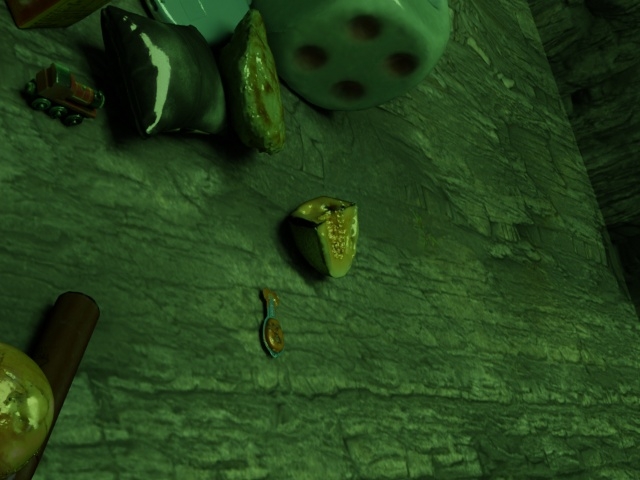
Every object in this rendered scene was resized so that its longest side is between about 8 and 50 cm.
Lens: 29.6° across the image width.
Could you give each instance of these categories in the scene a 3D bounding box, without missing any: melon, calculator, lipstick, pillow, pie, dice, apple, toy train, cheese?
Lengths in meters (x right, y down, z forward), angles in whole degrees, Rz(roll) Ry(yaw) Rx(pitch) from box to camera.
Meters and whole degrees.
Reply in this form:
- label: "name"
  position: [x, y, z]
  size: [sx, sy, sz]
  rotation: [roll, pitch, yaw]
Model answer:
- label: "melon"
  position: [0.000, 0.000, 1.916]
  size: [0.160, 0.079, 0.128]
  rotation: [-32, 114, -62]
- label: "calculator"
  position: [-0.190, -0.396, 1.928]
  size: [0.188, 0.042, 0.302]
  rotation: [61, 32, -6]
- label: "lipstick"
  position: [-0.305, 0.187, 1.267]
  size: [0.057, 0.057, 0.357]
  rotation: [49, 32, -28]
- label: "pillow"
  position: [-0.209, -0.230, 1.697]
  size: [0.250, 0.106, 0.186]
  rotation: [-13, 85, -67]
- label: "pie"
  position: [-0.106, -0.234, 1.851]
  size: [0.248, 0.090, 0.201]
  rotation: [-95, 174, -59]
- label: "dice"
  position: [0.055, -0.406, 2.110]
  size: [0.262, 0.268, 0.265]
  rotation: [36, 39, -42]
- label: "apple"
  position: [-0.332, 0.161, 1.154]
  size: [0.146, 0.146, 0.146]
  rotation: [39, 38, -39]
- label: "toy train"
  position: [-0.318, -0.182, 1.523]
  size: [0.103, 0.064, 0.044]
  rotation: [25, 47, -50]
- label: "cheese"
  position: [-0.070, 0.120, 1.755]
  size: [0.047, 0.017, 0.111]
  rotation: [36, 39, -47]

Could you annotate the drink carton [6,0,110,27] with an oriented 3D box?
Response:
- label: "drink carton"
  position: [-0.252, -0.408, 1.507]
  size: [0.111, 0.351, 0.154]
  rotation: [-24, 89, -61]
